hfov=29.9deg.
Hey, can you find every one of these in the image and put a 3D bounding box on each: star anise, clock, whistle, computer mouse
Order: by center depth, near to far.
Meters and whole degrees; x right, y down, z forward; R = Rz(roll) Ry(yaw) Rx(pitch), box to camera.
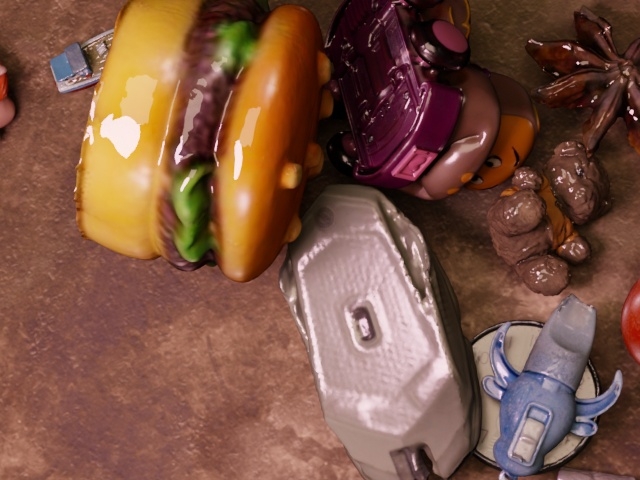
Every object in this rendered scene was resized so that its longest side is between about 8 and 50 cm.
[{"bbox_3d":[0.295,0.201,1.584,0.180,0.093,0.269,25,77,8],"label":"whistle"},{"bbox_3d":[0.278,0.213,1.645,0.214,0.042,0.215,-2,77,11],"label":"clock"},{"bbox_3d":[0.091,0.125,1.646,0.228,0.145,0.429,-20,80,23],"label":"computer mouse"},{"bbox_3d":[0.418,-0.217,1.672,0.288,0.088,0.288,4,63,-8],"label":"star anise"}]

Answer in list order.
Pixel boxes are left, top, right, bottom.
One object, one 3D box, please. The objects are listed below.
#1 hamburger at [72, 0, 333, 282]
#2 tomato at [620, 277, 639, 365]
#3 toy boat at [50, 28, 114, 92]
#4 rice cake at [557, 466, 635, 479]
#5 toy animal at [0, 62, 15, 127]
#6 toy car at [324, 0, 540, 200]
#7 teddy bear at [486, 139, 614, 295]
[{"bbox_3d":[-0.134,-0.127,1.559,0.277,0.396,0.396,13,81,3],"label":"hamburger"},{"bbox_3d":[0.476,0.105,1.579,0.167,0.167,0.167,-2,78,10],"label":"tomato"},{"bbox_3d":[-0.344,-0.285,1.861,0.172,0.059,0.069,-23,75,5],"label":"toy boat"},{"bbox_3d":[0.348,0.454,1.576,0.106,0.050,0.298,6,80,12],"label":"rice cake"},{"bbox_3d":[-0.569,-0.210,1.845,0.171,0.171,0.198,32,93,15],"label":"toy animal"},{"bbox_3d":[0.153,-0.214,1.665,0.271,0.240,0.341,-48,44,42],"label":"toy car"},{"bbox_3d":[0.318,-0.044,1.656,0.190,0.140,0.177,-38,116,-8],"label":"teddy bear"}]
